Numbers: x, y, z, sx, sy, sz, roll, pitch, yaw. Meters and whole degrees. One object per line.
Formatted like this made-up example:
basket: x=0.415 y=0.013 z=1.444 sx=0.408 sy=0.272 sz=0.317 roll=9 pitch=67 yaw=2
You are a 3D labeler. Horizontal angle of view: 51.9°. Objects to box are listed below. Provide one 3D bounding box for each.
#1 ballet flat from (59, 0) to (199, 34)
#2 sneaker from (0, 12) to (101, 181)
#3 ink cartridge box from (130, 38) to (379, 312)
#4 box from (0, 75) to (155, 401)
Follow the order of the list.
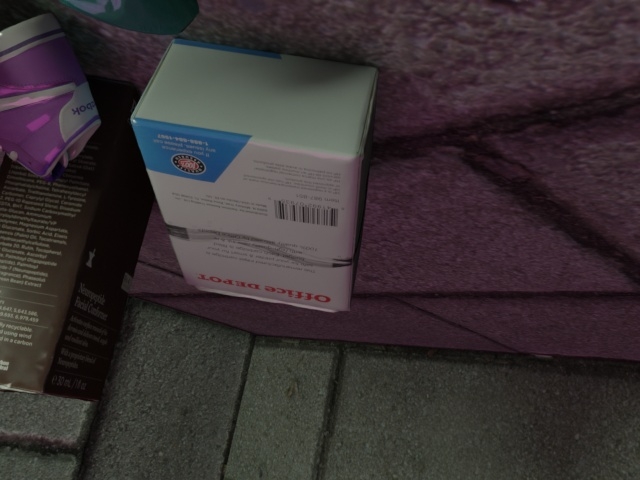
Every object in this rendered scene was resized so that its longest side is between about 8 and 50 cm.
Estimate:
ballet flat: x=-0.201 y=-0.232 z=0.496 sx=0.247 sy=0.083 sz=0.087 roll=17 pitch=150 yaw=-24
sneaker: x=-0.371 y=-0.122 z=0.725 sx=0.282 sy=0.102 sz=0.161 roll=-13 pitch=115 yaw=24
ink cartridge box: x=-0.059 y=-0.057 z=0.758 sx=0.223 sy=0.129 sz=0.307 roll=9 pitch=147 yaw=6
box: x=-0.321 y=0.002 z=0.838 sx=0.143 sy=0.381 sz=0.191 roll=8 pitch=165 yaw=4
